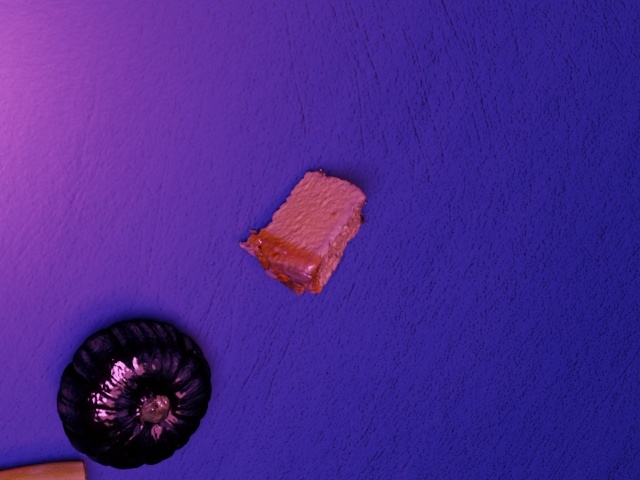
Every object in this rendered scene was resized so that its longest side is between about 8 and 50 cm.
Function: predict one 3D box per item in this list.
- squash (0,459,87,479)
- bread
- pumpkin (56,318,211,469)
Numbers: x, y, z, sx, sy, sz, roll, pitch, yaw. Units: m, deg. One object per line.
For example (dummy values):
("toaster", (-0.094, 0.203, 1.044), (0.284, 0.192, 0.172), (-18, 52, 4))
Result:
("squash", (-0.384, 0.323, 1.450), (0.188, 0.095, 0.095), (-2, 103, -15))
("bread", (0.000, 0.000, 1.475), (0.127, 0.152, 0.147), (42, 78, -23))
("pumpkin", (-0.229, 0.191, 1.445), (0.194, 0.150, 0.194), (-14, 138, -13))
